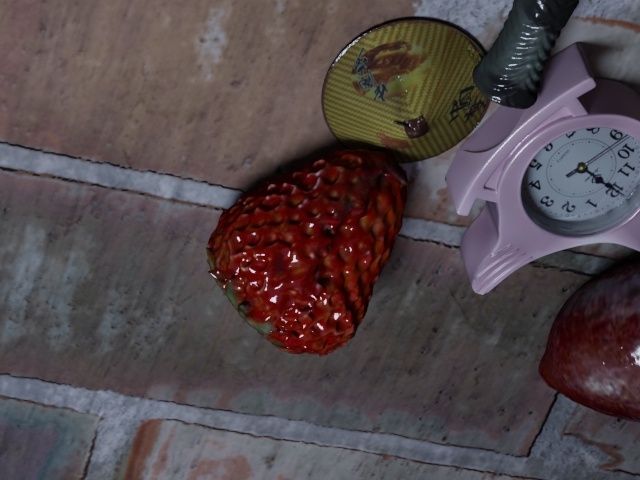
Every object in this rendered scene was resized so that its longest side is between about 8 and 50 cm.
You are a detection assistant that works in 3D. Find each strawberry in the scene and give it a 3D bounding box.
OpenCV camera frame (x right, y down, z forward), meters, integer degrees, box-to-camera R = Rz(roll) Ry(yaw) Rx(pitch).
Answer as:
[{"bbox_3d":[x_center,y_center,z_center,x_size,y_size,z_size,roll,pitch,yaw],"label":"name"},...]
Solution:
[{"bbox_3d":[0.000,0.000,2.125,0.244,0.205,0.205,-43,122,4],"label":"strawberry"}]

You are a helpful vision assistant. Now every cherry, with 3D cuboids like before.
[{"bbox_3d":[0.394,0.118,2.237,0.300,0.230,0.203,-12,101,22],"label":"cherry"}]

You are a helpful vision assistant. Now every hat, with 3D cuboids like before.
[{"bbox_3d":[0.100,-0.142,2.088,0.193,0.082,0.193,-4,127,-6],"label":"hat"}]

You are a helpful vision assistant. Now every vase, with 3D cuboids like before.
[{"bbox_3d":[0.237,-0.254,2.009,0.115,0.115,0.237,12,128,-16],"label":"vase"}]

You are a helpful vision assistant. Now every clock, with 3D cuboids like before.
[{"bbox_3d":[0.281,-0.044,2.188,0.275,0.080,0.290,34,116,-28],"label":"clock"}]
